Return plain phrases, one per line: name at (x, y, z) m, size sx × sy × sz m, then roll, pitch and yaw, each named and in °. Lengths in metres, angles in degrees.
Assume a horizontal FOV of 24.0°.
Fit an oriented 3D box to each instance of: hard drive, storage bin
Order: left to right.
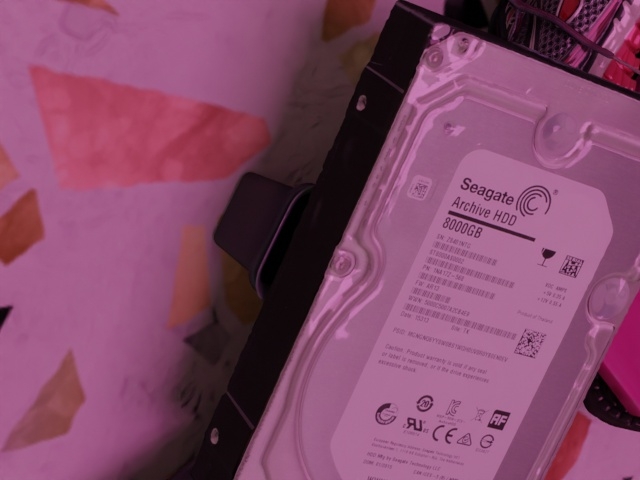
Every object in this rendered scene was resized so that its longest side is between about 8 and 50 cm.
storage bin at (0.000, 0.000, 1.013) m, size 0.135 × 0.091 × 0.098 m, roll 24°, pitch 94°, yaw -38°
hard drive at (0.086, 0.041, 0.972) m, size 0.237 × 0.064 × 0.339 m, roll 17°, pitch 104°, yaw -31°

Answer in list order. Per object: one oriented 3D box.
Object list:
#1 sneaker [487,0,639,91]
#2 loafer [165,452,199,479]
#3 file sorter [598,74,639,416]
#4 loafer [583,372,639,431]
sneaker at (0.182, -0.174, 1.057) m, size 0.112 × 0.121 × 0.299 m, roll 20°, pitch 87°, yaw 0°
loafer at (-0.052, 0.177, 1.065) m, size 0.302 × 0.095 × 0.109 m, roll -29°, pitch 91°, yaw -26°
file sorter at (0.331, -0.020, 1.131) m, size 0.291 × 0.182 × 0.202 m, roll -54°, pitch 126°, yaw -18°
loafer at (0.311, 0.128, 1.274) m, size 0.220 × 0.078 × 0.080 m, roll 2°, pitch 78°, yaw -18°
